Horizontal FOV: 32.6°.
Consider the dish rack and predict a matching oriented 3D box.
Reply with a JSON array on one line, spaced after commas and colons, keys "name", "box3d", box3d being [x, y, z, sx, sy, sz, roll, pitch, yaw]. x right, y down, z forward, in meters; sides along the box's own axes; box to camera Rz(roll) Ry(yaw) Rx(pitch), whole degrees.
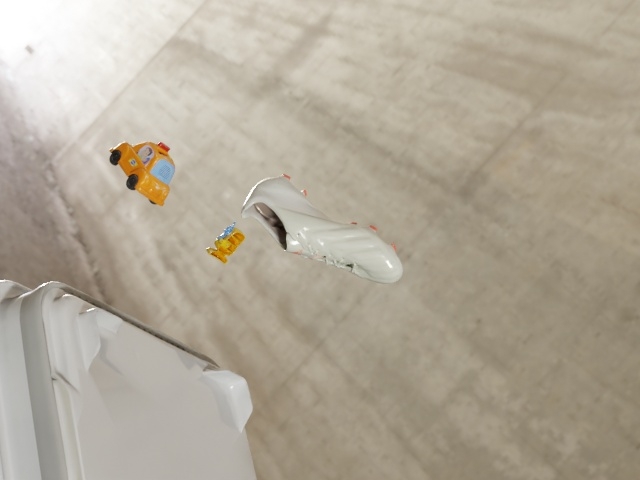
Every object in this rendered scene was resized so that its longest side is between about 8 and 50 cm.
[{"name": "dish rack", "box3d": [-0.117, 0.180, 0.824, 0.333, 0.072, 0.286, 40, 31, -60]}]

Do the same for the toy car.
[{"name": "toy car", "box3d": [-0.108, -0.038, 0.856, 0.122, 0.040, 0.060, 40, 9, -36]}]

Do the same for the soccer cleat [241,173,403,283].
[{"name": "soccer cleat", "box3d": [0.000, 0.000, 1.229, 0.196, 0.076, 0.068, 33, -40, 12]}]
